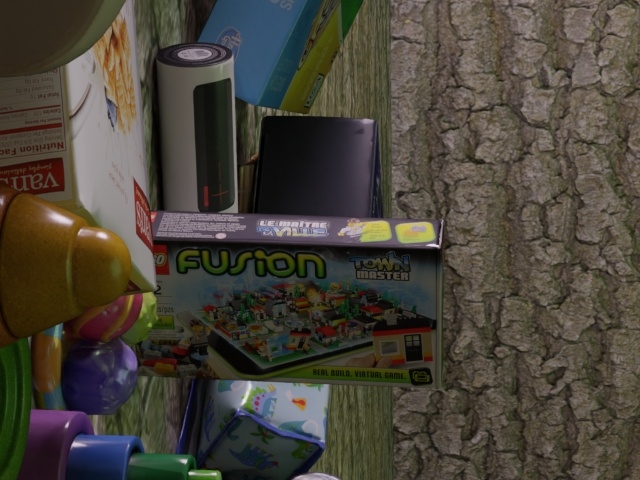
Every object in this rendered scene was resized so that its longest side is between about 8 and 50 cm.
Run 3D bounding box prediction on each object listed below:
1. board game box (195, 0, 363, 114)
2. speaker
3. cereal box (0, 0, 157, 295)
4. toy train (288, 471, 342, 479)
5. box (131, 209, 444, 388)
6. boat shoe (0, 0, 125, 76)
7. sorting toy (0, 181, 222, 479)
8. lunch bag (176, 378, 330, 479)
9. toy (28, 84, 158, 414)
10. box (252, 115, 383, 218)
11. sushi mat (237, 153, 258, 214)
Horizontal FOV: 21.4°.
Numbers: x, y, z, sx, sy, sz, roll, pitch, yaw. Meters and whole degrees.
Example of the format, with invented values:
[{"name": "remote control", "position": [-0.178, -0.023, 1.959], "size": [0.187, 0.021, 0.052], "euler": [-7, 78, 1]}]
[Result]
[{"name": "board game box", "position": [-0.006, -0.226, 1.403], "size": [0.242, 0.064, 0.316], "euler": [-64, 175, 6]}, {"name": "speaker", "position": [-0.086, -0.067, 1.191], "size": [0.055, 0.055, 0.136], "euler": [-74, 165, -65]}, {"name": "cereal box", "position": [-0.118, -0.105, 0.769], "size": [0.173, 0.047, 0.240], "euler": [68, 14, -77]}, {"name": "toy train", "position": [-0.041, 0.336, 1.278], "size": [0.190, 0.142, 0.334], "euler": [-25, 130, -41]}, {"name": "box", "position": [-0.023, 0.039, 1.110], "size": [0.036, 0.207, 0.114], "euler": [-78, 167, -57]}, {"name": "boat shoe", "position": [-0.101, -0.240, 0.650], "size": [0.158, 0.127, 0.341], "euler": [-42, 134, -70]}, {"name": "sorting toy", "position": [-0.109, 0.057, 0.684], "size": [0.365, 0.126, 0.127], "euler": [71, 22, -65]}, {"name": "lunch bag", "position": [-0.060, 0.140, 1.340], "size": [0.151, 0.096, 0.129], "euler": [-54, -161, 42]}, {"name": "toy", "position": [-0.120, 0.026, 0.921], "size": [0.137, 0.056, 0.237], "euler": [4, 89, -82]}, {"name": "box", "position": [0.000, 0.000, 1.571], "size": [0.207, 0.108, 0.153], "euler": [83, 11, -64]}, {"name": "sushi mat", "position": [-0.065, 0.078, 1.590], "size": [0.151, 0.019, 0.317], "euler": [-58, 150, -79]}]
